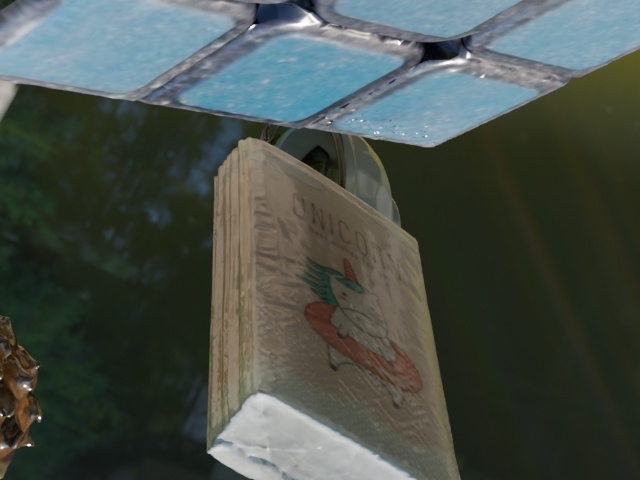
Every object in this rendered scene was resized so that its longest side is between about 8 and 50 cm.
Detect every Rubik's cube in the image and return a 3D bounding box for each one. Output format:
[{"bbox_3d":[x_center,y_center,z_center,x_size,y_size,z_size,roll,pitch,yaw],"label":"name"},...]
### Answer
[{"bbox_3d":[0.026,-0.236,0.661,0.305,0.304,0.301,7,157,-42],"label":"Rubik's cube"}]

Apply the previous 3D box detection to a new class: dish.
[{"bbox_3d":[0.000,0.000,1.772,0.120,0.303,0.303,17,162,-25],"label":"dish"}]

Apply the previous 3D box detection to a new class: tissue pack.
[{"bbox_3d":[0.004,0.060,1.108,0.170,0.325,0.071,31,116,-19],"label":"tissue pack"}]

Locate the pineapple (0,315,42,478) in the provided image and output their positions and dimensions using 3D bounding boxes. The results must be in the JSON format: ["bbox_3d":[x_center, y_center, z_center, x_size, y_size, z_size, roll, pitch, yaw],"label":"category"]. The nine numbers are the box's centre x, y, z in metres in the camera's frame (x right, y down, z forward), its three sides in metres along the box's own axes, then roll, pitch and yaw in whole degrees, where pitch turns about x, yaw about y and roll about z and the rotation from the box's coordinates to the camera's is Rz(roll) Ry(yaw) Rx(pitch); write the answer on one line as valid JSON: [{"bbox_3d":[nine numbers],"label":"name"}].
[{"bbox_3d":[-0.329,0.108,1.041,0.175,0.175,0.361,11,-176,28],"label":"pineapple"}]
